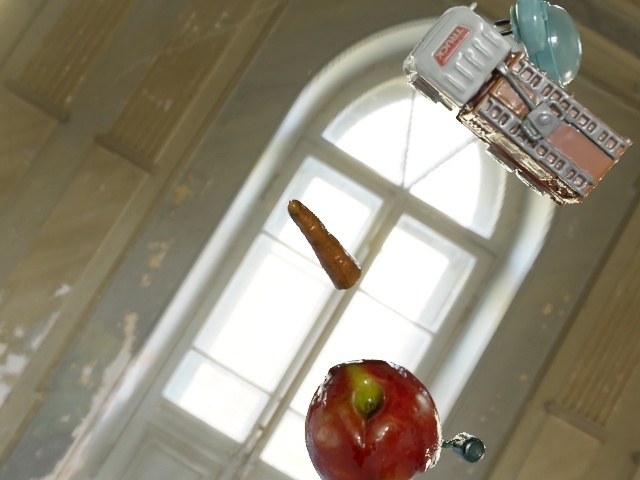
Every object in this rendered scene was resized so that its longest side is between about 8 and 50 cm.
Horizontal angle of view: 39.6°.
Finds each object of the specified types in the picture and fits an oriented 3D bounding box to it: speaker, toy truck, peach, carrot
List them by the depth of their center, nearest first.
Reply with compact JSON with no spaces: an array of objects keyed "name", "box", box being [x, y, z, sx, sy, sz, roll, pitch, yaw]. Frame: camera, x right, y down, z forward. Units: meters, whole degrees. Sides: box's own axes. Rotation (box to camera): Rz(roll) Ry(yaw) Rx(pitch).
[{"name":"toy truck","box":[0.328,-0.231,1.510,0.388,0.173,0.207,39,7,-2]},{"name":"carrot","box":[0.000,0.000,1.545,0.061,0.061,0.209,22,-25,48]},{"name":"peach","box":[0.099,0.379,1.724,0.281,0.281,0.338,27,-31,24]},{"name":"speaker","box":[0.329,0.474,2.067,0.094,0.060,0.075,32,-10,-14]}]

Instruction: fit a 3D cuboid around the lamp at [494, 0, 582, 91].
[{"name":"lamp","box":[0.544,-0.483,2.151,0.284,0.209,0.147,27,-37,-37]}]
